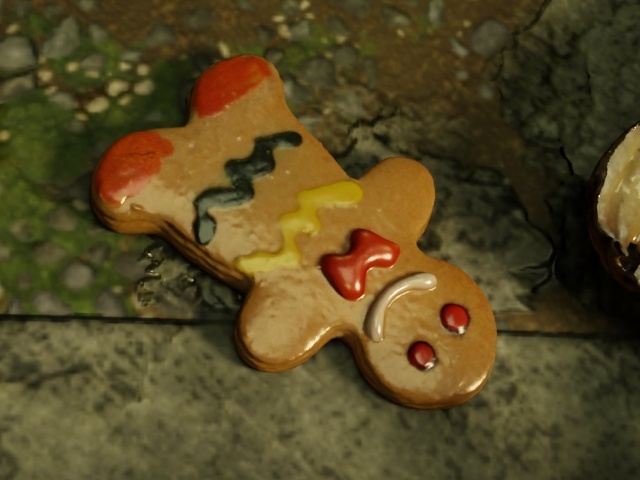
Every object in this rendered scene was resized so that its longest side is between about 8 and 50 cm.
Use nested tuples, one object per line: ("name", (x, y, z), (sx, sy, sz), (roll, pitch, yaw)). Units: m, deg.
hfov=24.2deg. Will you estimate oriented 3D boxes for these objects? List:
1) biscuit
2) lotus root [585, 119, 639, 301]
("biscuit", (0.000, 0.000, 0.861), (0.250, 0.036, 0.165), (41, 64, 7))
("lotus root", (0.287, -0.053, 0.936), (0.329, 0.078, 0.167), (-31, 93, -26))
